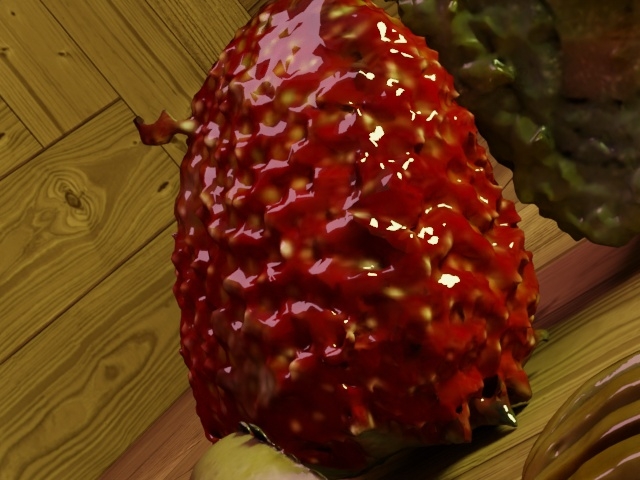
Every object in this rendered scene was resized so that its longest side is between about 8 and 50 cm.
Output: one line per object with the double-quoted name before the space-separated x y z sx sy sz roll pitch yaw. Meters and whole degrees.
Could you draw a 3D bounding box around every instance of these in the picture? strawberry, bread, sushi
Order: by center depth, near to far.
"bread" 0.129 0.102 0.601 0.134 0.081 0.225 -40 4 18
"strawberry" -0.002 0.001 1.090 0.292 0.343 0.292 -28 -3 -2
"sushi" 0.240 -0.231 1.111 0.351 0.396 0.240 -29 6 36

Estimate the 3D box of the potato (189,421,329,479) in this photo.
"potato" -0.023 0.175 0.812 0.098 0.138 0.243 -46 3 -15
